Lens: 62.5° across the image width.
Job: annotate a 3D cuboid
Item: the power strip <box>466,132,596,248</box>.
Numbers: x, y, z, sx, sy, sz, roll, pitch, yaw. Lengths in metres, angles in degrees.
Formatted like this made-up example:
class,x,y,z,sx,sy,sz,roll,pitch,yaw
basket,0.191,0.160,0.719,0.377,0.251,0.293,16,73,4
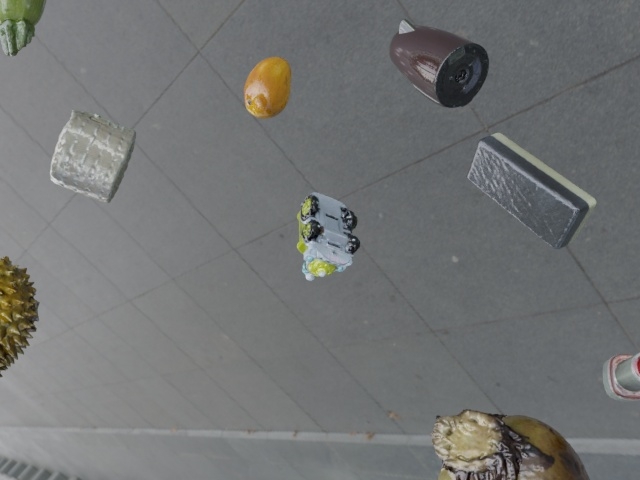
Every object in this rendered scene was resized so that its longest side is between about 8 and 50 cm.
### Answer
class,x,y,z,sx,sy,sz,roll,pitch,yaw
power strip,0.393,-0.104,1.014,0.257,0.070,0.105,48,147,33

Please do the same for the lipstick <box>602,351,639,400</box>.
class,x,y,z,sx,sy,sz,roll,pitch,yaw
lipstick,0.423,0.175,0.695,0.057,0.063,0.186,-1,161,16

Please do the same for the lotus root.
class,x,y,z,sx,sy,sz,roll,pitch,yaw
lotus root,0.242,0.310,0.632,0.314,0.169,0.141,50,-179,-33

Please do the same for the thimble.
class,x,y,z,sx,sy,sz,roll,pitch,yaw
thimble,-0.316,-0.115,0.730,0.090,0.102,0.115,22,119,-18

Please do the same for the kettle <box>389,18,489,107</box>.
class,x,y,z,sx,sy,sz,roll,pitch,yaw
kettle,0.270,-0.409,1.241,0.202,0.144,0.232,52,-179,-46

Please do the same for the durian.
class,x,y,z,sx,sy,sz,roll,pitch,yaw
durian,-0.508,0.136,0.807,0.183,0.138,0.250,57,134,31

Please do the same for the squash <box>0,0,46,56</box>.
class,x,y,z,sx,sy,sz,roll,pitch,yaw
squash,-0.457,-0.345,0.792,0.105,0.105,0.132,14,109,26

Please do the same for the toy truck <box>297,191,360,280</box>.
class,x,y,z,sx,sy,sz,roll,pitch,yaw
toy truck,0.000,0.000,0.673,0.076,0.111,0.077,21,135,-25

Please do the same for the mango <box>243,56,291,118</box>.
class,x,y,z,sx,sy,sz,roll,pitch,yaw
mango,-0.063,-0.194,0.662,0.046,0.089,0.060,-3,143,45
